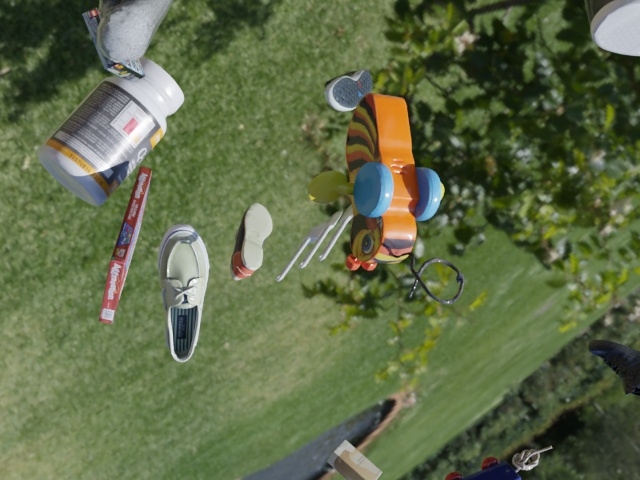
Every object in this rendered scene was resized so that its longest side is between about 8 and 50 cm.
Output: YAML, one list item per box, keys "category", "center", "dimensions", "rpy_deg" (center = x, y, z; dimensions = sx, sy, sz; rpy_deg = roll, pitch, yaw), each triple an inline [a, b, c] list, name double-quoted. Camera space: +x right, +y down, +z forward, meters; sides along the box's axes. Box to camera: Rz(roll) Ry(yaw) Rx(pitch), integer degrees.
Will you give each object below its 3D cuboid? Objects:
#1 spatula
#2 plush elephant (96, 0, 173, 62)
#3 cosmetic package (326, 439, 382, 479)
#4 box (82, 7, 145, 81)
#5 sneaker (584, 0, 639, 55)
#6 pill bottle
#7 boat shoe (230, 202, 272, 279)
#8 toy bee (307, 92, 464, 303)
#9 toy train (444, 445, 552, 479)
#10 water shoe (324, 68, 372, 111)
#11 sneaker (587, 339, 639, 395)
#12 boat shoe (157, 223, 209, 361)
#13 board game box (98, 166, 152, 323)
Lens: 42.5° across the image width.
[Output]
- category: "spatula"
  center: [0.000, 0.000, 1.702]
  dimensions: [0.168, 0.019, 0.242]
  rpy_deg: [-26, -161, 36]
- category: "plush elephant"
  center: [-0.281, -0.432, 1.062]
  dimensions: [0.330, 0.256, 0.271]
  rpy_deg: [-86, -159, -62]
- category: "cosmetic package"
  center: [0.078, 0.521, 1.898]
  dimensions: [0.060, 0.115, 0.041]
  rpy_deg: [-34, 159, -54]
- category: "box"
  center: [-0.333, -0.314, 1.336]
  dimensions: [0.027, 0.093, 0.137]
  rpy_deg: [-23, 180, 6]
- category: "sneaker"
  center: [0.449, -0.292, 1.033]
  dimensions: [0.296, 0.146, 0.104]
  rpy_deg: [9, 146, -23]
- category: "pill bottle"
  center: [-0.404, -0.218, 1.612]
  dimensions: [0.278, 0.162, 0.162]
  rpy_deg: [-52, 166, -17]
- category: "boat shoe"
  center: [-0.105, 0.000, 1.218]
  dimensions: [0.049, 0.137, 0.043]
  rpy_deg: [31, 131, -23]
- category: "toy bee"
  center: [0.070, -0.036, 1.081]
  dimensions: [0.195, 0.298, 0.162]
  rpy_deg: [23, 143, -17]
- category: "toy train"
  center: [0.384, 0.533, 1.720]
  dimensions: [0.248, 0.105, 0.143]
  rpy_deg: [-18, 116, -13]
- category: "water shoe"
  center: [0.043, -0.313, 1.751]
  dimensions: [0.080, 0.072, 0.203]
  rpy_deg: [-7, -165, 29]
- category: "sneaker"
  center: [0.591, 0.254, 1.576]
  dimensions: [0.051, 0.170, 0.089]
  rpy_deg: [77, 32, -64]
- category: "boat shoe"
  center: [-0.288, 0.116, 1.762]
  dimensions: [0.109, 0.094, 0.302]
  rpy_deg: [-4, 112, -15]
- category: "board game box"
  center: [-0.349, 0.003, 1.485]
  dimensions: [0.027, 0.281, 0.145]
  rpy_deg: [14, 127, -11]
